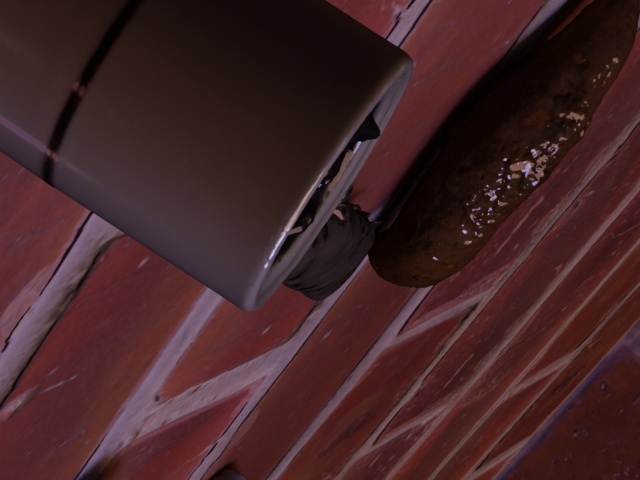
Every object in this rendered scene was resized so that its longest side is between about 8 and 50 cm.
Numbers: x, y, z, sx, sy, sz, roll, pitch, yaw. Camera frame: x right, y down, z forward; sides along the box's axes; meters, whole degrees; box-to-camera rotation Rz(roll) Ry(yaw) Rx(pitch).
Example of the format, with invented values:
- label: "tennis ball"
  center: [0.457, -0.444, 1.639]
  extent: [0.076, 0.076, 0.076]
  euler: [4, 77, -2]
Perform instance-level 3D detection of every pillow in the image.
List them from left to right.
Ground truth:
- label: "pillow"
  center: [0.001, 0.000, 1.520]
  extent: [0.093, 0.051, 0.241]
  euler: [-38, 164, 3]

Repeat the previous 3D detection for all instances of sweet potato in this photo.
- label: "sweet potato"
  center: [0.147, -0.074, 1.622]
  extent: [0.341, 0.092, 0.114]
  euler: [-50, -172, 25]

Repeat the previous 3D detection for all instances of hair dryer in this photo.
- label: "hair dryer"
  center: [-0.023, -0.140, 0.892]
  extent: [0.362, 0.203, 0.128]
  euler: [-52, 172, -45]

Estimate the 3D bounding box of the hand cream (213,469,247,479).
- label: "hand cream"
  center: [-0.097, 0.273, 2.056]
  extent: [0.061, 0.039, 0.143]
  euler: [-41, 170, -13]
